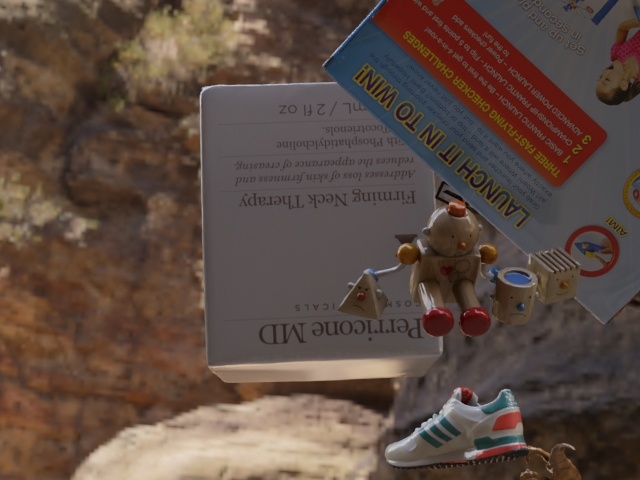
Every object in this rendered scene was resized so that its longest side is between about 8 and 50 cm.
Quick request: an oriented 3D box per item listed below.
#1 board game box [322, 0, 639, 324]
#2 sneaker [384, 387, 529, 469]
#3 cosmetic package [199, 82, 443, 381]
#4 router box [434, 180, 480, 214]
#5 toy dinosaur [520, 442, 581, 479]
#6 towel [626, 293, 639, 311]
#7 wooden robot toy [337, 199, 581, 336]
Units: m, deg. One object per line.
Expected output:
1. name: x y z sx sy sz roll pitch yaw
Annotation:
1. board game box: 0.216 -0.147 0.988 0.308 0.086 0.302 42 -74 -5
2. sneaker: 0.133 0.188 1.272 0.161 0.075 0.057 -15 -17 39
3. cosmetic package: 0.000 0.000 1.877 0.329 0.394 0.327 -2 -11 -1
4. router box: 0.211 -0.099 1.580 0.046 0.133 0.179 28 9 19
5. toy dinosaur: 0.341 0.326 1.820 0.112 0.064 0.211 6 -39 32
6. towel: 0.378 0.010 1.326 0.282 0.187 0.049 13 -49 15
7. wooden robot toy: 0.097 0.013 0.853 0.173 0.076 0.079 -1 -60 -11
